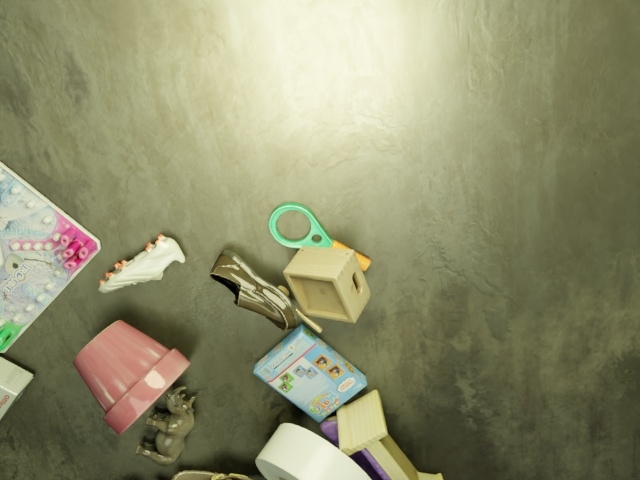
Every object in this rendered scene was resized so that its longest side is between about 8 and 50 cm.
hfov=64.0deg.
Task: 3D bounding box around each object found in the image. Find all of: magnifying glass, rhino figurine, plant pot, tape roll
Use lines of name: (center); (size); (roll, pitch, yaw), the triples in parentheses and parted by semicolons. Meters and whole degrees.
magnifying glass: (0.000, 0.000, 1.068); (0.231, 0.026, 0.092); (28, 109, -12)
rhino figurine: (-0.358, 0.439, 1.222); (0.107, 0.073, 0.243); (22, 109, -7)
plant pot: (-0.415, 0.278, 1.101); (0.180, 0.201, 0.201); (44, 106, 0)
tape roll: (-0.010, 0.547, 1.169); (0.286, 0.100, 0.286); (27, 146, 20)

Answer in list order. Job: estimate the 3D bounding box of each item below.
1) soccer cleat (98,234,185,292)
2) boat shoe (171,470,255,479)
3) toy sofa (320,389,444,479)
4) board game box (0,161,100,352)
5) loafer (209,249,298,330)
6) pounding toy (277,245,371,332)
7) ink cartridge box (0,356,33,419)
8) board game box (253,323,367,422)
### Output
soccer cleat: (-0.376, 0.065, 1.071); (0.196, 0.068, 0.076); (-32, 112, 9)
boat shoe: (-0.223, 0.620, 1.245); (0.325, 0.116, 0.096); (11, 120, 17)
toy sofa: (0.157, 0.556, 1.234); (0.177, 0.150, 0.362); (-31, 110, 10)
board game box: (-0.729, 0.016, 1.053); (0.390, 0.050, 0.390); (-43, 107, 15)
loafer: (-0.143, 0.117, 1.057); (0.220, 0.078, 0.080); (40, 143, 5)
pounding toy: (-0.006, 0.102, 1.072); (0.206, 0.094, 0.181); (4, 132, 35)
ink cartridge box: (-0.772, 0.321, 1.162); (0.175, 0.072, 0.127); (36, 112, -14)
board game box: (-0.023, 0.312, 1.190); (0.160, 0.039, 0.211); (-43, 106, 16)
